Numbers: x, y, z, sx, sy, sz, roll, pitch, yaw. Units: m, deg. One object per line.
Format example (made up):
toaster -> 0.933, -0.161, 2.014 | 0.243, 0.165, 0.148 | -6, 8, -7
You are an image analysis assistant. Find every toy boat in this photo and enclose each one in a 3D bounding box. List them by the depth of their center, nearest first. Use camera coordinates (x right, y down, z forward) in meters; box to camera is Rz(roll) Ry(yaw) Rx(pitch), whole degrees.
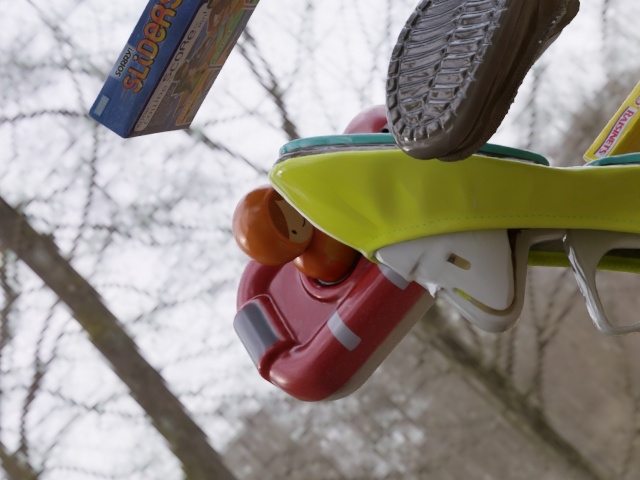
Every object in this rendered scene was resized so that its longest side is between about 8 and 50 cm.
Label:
toy boat -> 0.000, 0.000, 1.250 | 0.151, 0.151, 0.231 | 22, -66, -41

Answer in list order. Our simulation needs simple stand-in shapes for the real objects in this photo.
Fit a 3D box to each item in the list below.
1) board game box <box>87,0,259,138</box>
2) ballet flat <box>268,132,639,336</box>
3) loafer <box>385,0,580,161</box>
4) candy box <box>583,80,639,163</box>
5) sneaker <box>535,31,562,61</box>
board game box -> -0.083, -0.170, 1.225 | 0.201, 0.035, 0.136 | -59, -10, 13
ballet flat -> 0.094, 0.000, 0.675 | 0.077, 0.231, 0.077 | 103, 168, -76
loafer -> 0.070, -0.087, 0.639 | 0.050, 0.056, 0.148 | 40, -119, -35
candy box -> 0.264, -0.040, 1.121 | 0.206, 0.027, 0.105 | 38, -90, -37
sneaker -> 0.206, -0.219, 1.542 | 0.083, 0.071, 0.190 | -32, 28, 61
